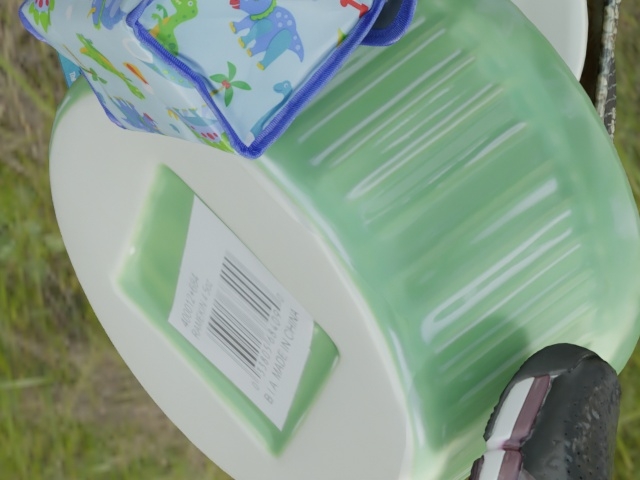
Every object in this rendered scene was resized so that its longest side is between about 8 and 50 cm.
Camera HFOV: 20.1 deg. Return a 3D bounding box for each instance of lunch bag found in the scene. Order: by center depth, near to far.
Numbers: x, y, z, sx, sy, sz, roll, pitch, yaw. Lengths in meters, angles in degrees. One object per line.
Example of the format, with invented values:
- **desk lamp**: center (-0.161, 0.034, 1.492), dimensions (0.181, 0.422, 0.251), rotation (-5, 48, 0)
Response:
- **lunch bag**: center (-0.028, -0.113, 0.734), dimensions (0.151, 0.129, 0.096), rotation (-50, 119, -14)

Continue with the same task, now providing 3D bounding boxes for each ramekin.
- **ramekin**: center (0.000, 0.000, 0.916), dimensions (0.148, 0.303, 0.303), rotation (-37, 144, -31)

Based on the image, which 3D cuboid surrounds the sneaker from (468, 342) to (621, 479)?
- **sneaker**: center (0.137, 0.186, 0.756), dimensions (0.162, 0.281, 0.106), rotation (5, 162, 28)

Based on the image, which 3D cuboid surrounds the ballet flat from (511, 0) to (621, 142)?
- **ballet flat**: center (0.106, -0.187, 0.963), dimensions (0.164, 0.182, 0.483), rotation (0, 89, 1)

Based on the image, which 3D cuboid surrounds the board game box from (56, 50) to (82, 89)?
- **board game box**: center (-0.154, -0.064, 1.416), dimensions (0.047, 0.210, 0.160), rotation (-19, 148, -4)
